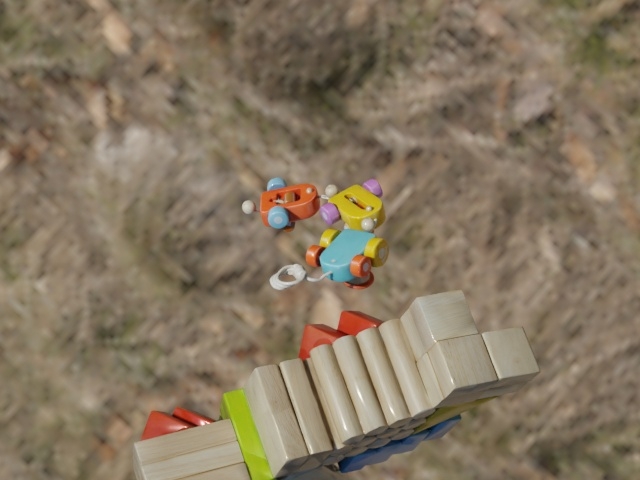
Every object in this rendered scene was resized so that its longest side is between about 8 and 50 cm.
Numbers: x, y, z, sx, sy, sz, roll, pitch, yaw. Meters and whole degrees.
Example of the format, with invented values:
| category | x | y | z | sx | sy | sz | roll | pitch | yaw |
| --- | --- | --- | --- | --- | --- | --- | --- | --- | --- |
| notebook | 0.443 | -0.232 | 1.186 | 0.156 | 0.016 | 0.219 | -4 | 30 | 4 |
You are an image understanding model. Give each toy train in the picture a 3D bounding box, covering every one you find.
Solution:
| category | x | y | z | sx | sy | sz | roll | pitch | yaw |
| --- | --- | --- | --- | --- | --- | --- | --- | --- | --- |
| toy train | 0.000 | 0.000 | 1.659 | 0.166 | 0.125 | 0.046 | -100 | -5 | -55 |

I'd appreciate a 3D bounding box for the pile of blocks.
| category | x | y | z | sx | sy | sz | roll | pitch | yaw |
| --- | --- | --- | --- | --- | --- | --- | --- | --- | --- |
| pile of blocks | -0.001 | 0.134 | 1.584 | 0.149 | 0.362 | 0.112 | 50 | -162 | -67 |
